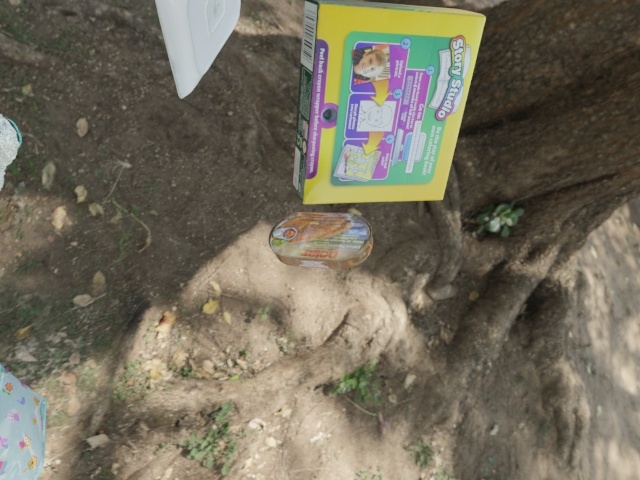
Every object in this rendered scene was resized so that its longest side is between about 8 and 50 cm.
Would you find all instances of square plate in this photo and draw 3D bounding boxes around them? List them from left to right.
[{"bbox_3d":[-0.273,-0.573,1.165,0.049,0.347,0.344,22,66,3],"label":"square plate"}]

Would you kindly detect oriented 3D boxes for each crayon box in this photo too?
[{"bbox_3d":[0.118,-0.257,0.931,0.313,0.363,0.106,-4,31,-17],"label":"crayon box"}]

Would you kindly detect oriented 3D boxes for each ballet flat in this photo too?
[{"bbox_3d":[-0.954,-0.218,1.326,0.147,0.409,0.147,21,56,-35],"label":"ballet flat"}]

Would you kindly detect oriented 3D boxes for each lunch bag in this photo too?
[{"bbox_3d":[-0.755,0.458,1.101,0.223,0.160,0.262,79,-9,-49],"label":"lunch bag"}]

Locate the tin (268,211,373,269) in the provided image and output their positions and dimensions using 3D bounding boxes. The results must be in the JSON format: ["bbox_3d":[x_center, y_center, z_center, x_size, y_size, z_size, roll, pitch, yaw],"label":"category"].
[{"bbox_3d":[0.000,0.000,0.849,0.040,0.189,0.106,72,30,-44],"label":"tin"}]
